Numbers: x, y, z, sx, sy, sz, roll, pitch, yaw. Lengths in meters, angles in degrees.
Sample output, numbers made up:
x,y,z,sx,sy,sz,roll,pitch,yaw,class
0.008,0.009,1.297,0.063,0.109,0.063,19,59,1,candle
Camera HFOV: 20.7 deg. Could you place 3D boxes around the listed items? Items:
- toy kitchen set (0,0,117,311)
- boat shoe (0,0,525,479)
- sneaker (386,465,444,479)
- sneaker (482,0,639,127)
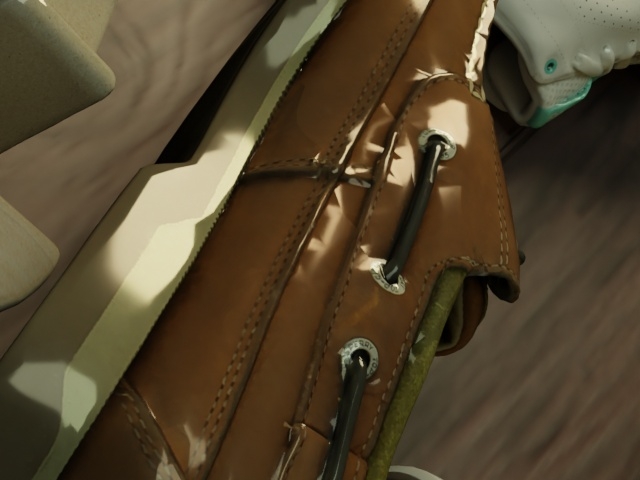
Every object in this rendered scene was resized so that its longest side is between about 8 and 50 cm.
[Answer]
x,y,z,sx,sy,sz,roll,pitch,yaw,class
-0.164,-0.076,0.448,0.207,0.122,0.166,46,42,-34,toy kitchen set
0.000,0.000,0.498,0.104,0.111,0.307,36,49,-5,boat shoe
0.043,0.205,0.444,0.123,0.106,0.290,38,37,-51,sneaker
0.098,-0.084,0.670,0.212,0.080,0.094,11,69,-25,sneaker
